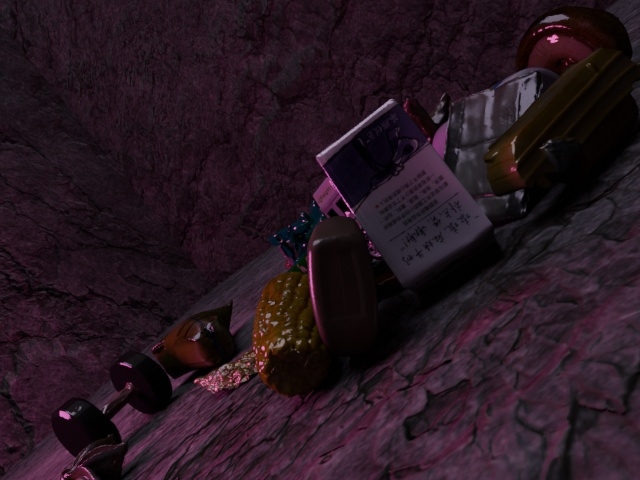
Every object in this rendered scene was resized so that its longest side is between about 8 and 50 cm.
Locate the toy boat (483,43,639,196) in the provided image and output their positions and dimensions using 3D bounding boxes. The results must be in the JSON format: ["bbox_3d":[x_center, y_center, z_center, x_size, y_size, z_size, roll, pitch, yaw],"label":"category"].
[{"bbox_3d":[0.336,-0.150,0.701,0.310,0.115,0.089,-43,8,-26],"label":"toy boat"}]

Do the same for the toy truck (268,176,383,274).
[{"bbox_3d":[0.036,-0.012,0.959,0.176,0.178,0.363,-41,0,-37],"label":"toy truck"}]

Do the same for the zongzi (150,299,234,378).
[{"bbox_3d":[-0.247,0.212,1.325,0.260,0.123,0.289,-25,9,45],"label":"zongzi"}]

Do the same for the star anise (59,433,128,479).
[{"bbox_3d":[-0.408,0.415,0.916,0.197,0.073,0.212,-42,10,-9],"label":"star anise"}]

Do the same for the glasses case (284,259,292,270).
[{"bbox_3d":[-0.029,0.033,1.702,0.194,0.049,0.073,-38,5,-9],"label":"glasses case"}]

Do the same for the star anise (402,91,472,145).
[{"bbox_3d":[0.235,-0.169,1.147,0.350,0.292,0.109,-13,21,-43],"label":"star anise"}]

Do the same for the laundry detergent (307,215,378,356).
[{"bbox_3d":[0.029,0.055,0.701,0.076,0.171,0.237,-8,7,2],"label":"laundry detergent"}]

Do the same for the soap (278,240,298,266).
[{"bbox_3d":[0.000,0.000,1.453,0.203,0.122,0.065,-38,7,-15],"label":"soap"}]

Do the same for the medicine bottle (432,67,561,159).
[{"bbox_3d":[0.318,-0.194,0.956,0.152,0.152,0.254,-39,5,-17],"label":"medicine bottle"}]

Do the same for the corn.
[{"bbox_3d":[-0.042,0.123,0.797,0.120,0.120,0.363,-37,7,1],"label":"corn"}]

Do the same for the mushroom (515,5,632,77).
[{"bbox_3d":[0.517,-0.390,1.093,0.138,0.194,0.231,-41,18,-25],"label":"mushroom"}]

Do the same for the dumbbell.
[{"bbox_3d":[-0.453,0.365,1.173,0.152,0.152,0.218,-32,8,40],"label":"dumbbell"}]

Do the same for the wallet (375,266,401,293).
[{"bbox_3d":[0.137,0.042,0.816,0.176,0.026,0.095,-30,3,34],"label":"wallet"}]

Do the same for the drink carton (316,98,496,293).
[{"bbox_3d":[0.114,-0.055,0.708,0.134,0.222,0.102,-36,-22,9],"label":"drink carton"}]

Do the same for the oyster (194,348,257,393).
[{"bbox_3d":[-0.148,0.236,0.975,0.122,0.045,0.146,-24,-3,-40],"label":"oyster"}]

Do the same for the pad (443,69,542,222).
[{"bbox_3d":[0.246,-0.131,0.805,0.174,0.022,0.232,-8,64,54],"label":"pad"}]
